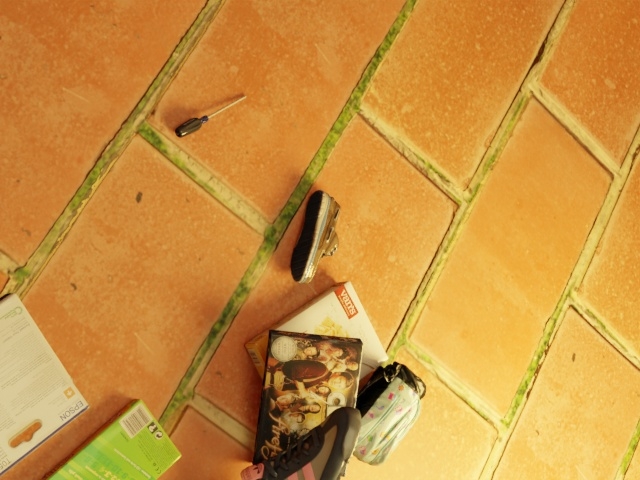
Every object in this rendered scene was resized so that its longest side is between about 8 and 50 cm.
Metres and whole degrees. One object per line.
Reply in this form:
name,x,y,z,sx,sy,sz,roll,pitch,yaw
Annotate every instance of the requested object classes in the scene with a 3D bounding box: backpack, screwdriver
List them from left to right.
screwdriver,-0.190,-0.225,2.018,0.170,0.025,0.024,-33,102,-31
backpack,0.111,0.318,2.073,0.115,0.152,0.182,37,78,5

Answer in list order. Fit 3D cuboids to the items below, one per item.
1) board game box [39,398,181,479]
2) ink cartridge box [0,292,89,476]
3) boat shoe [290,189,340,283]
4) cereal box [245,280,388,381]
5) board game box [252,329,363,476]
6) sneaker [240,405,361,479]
board game box,-0.355,0.384,1.827,0.259,0.039,0.124,-41,106,-33
ink cartridge box,-0.504,0.231,1.742,0.223,0.045,0.224,-37,105,-30
boat shoe,0.000,0.000,2.088,0.066,0.066,0.183,26,70,-29
cereal box,-0.004,0.203,2.070,0.240,0.047,0.173,-33,102,-31
board game box,-0.022,0.285,1.980,0.165,0.042,0.243,6,96,-9
sneaker,-0.057,0.396,1.907,0.131,0.112,0.319,31,100,-18
